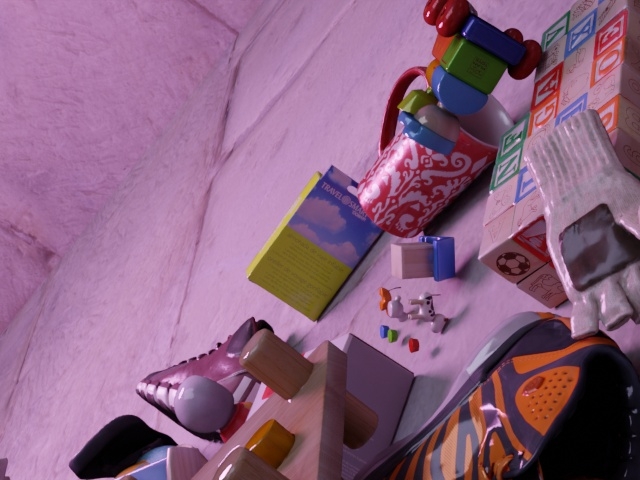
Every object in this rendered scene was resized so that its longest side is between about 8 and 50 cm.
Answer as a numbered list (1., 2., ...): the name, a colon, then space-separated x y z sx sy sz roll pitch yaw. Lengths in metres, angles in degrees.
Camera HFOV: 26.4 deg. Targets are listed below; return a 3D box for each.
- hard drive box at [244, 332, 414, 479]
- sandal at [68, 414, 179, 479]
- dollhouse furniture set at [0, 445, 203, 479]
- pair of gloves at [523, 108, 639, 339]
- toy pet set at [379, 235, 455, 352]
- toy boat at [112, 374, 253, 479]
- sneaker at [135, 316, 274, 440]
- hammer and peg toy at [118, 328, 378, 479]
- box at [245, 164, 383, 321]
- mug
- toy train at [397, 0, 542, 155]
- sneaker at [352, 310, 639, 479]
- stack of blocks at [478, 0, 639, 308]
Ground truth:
1. hard drive box: -0.019 0.231 1.379 0.181 0.089 0.232 -31 31 53
2. sandal: -0.236 0.280 1.755 0.097 0.054 0.254 -49 -22 5
3. dollhouse furniture set: -0.266 0.340 1.351 0.198 0.303 0.286 -27 66 28
4. pair of gloves: 0.265 -0.051 1.010 0.240 0.042 0.204 -31 51 28
5. toy pet set: 0.109 0.054 1.434 0.122 0.065 0.114 -159 67 -75
6. toy boat: -0.172 0.291 1.584 0.318 0.148 0.267 -50 18 22
7. sneaker: -0.128 0.173 1.780 0.162 0.106 0.281 -57 27 -17
8. hammer and peg toy: -0.104 0.258 1.041 0.361 0.127 0.266 -47 13 17
9. box: 0.000 0.000 1.694 0.178 0.109 0.042 -54 16 10
10. mug: 0.124 -0.102 1.542 0.169 0.113 0.150 -50 29 34
11. toy train: 0.130 -0.178 1.409 0.143 0.105 0.248 -59 12 12
12. sneaker: 0.119 0.196 1.009 0.321 0.124 0.180 -57 16 -2
13. stack of blocks: 0.248 -0.103 1.245 0.171 0.087 0.297 -40 24 42
